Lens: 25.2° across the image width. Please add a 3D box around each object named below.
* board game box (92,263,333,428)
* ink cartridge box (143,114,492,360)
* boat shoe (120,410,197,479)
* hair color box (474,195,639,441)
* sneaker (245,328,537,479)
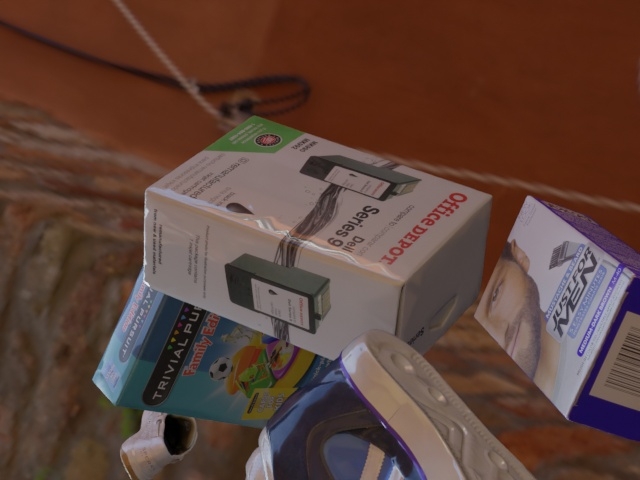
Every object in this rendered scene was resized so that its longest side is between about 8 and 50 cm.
[{"bbox_3d":[-0.114,0.126,1.993,0.336,0.079,0.253,15,-75,-40],"label":"board game box"},{"bbox_3d":[0.000,0.000,1.435,0.211,0.289,0.121,-41,-36,-50],"label":"ink cartridge box"},{"bbox_3d":[-0.247,0.324,2.400,0.098,0.096,0.277,62,-166,-10],"label":"boat shoe"},{"bbox_3d":[0.314,0.084,1.742,0.339,0.110,0.185,-125,56,-71],"label":"hair color box"},{"bbox_3d":[0.060,0.260,1.218,0.130,0.322,0.236,8,-53,-53],"label":"sneaker"}]
